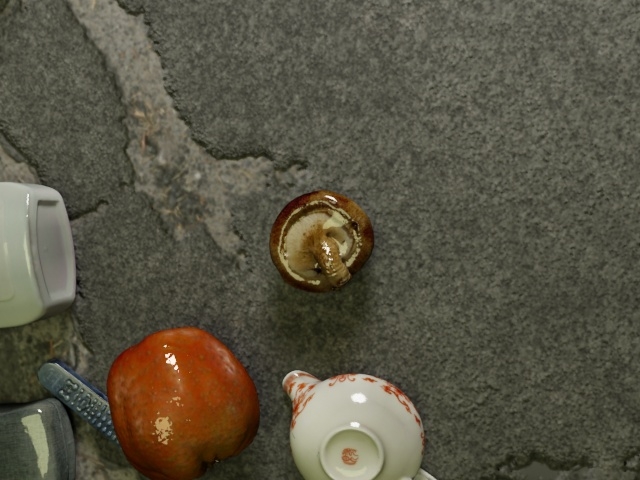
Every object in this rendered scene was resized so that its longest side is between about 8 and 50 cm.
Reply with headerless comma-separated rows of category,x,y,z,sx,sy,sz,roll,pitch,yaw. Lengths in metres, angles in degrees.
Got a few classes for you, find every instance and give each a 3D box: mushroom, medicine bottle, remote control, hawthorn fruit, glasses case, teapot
mushroom,0.000,0.000,0.988,0.127,0.087,0.127,1,97,6
medicine bottle,-0.484,0.029,1.056,0.324,0.124,0.179,-7,92,9
remote control,-0.303,0.209,1.090,0.152,0.027,0.043,39,94,3
hawthorn fruit,-0.166,0.194,0.991,0.189,0.189,0.189,1,95,9
glasses case,-0.484,0.287,1.102,0.323,0.074,0.131,-7,92,10
teapot,0.053,0.248,1.001,0.245,0.116,0.159,42,89,-2
